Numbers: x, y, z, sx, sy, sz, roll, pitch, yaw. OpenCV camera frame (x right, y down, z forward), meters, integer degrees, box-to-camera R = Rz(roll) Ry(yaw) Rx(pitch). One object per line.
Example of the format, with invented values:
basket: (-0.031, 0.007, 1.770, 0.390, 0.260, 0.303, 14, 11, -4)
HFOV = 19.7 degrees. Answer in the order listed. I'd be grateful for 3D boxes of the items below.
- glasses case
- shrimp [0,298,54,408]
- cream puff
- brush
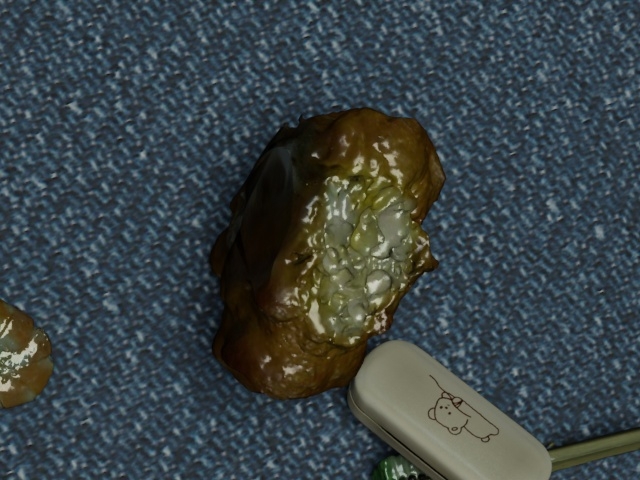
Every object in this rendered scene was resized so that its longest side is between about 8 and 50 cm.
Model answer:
glasses case: (0.113, 0.169, 1.636, 0.196, 0.050, 0.083, 36, 55, 13)
shrimp: (-0.307, 0.071, 1.561, 0.184, 0.043, 0.091, 44, 79, -10)
cream puff: (0.000, 0.000, 1.551, 0.155, 0.241, 0.269, 27, 118, -28)
brush: (0.174, 0.200, 1.690, 0.282, 0.054, 0.048, -10, 70, -17)
